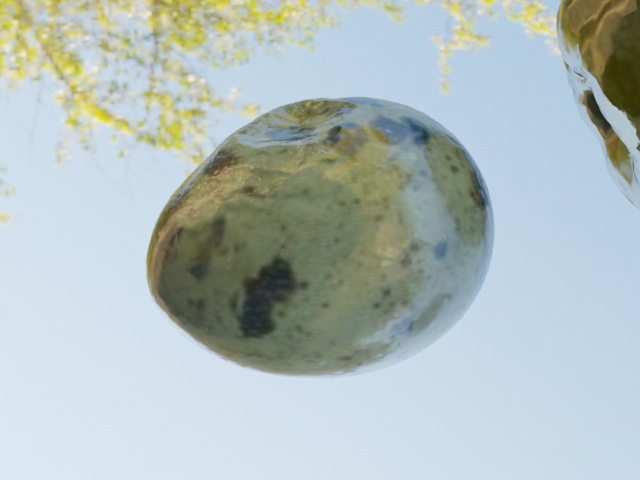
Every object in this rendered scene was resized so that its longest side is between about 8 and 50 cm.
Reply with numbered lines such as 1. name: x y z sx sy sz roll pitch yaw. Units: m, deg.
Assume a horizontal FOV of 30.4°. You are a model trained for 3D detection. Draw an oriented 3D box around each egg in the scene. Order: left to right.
1. egg: 0.000 0.000 0.595 0.141 0.181 0.141 165 -90 -72

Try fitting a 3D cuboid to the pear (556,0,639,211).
1. pear: 0.331 -0.129 0.650 0.352 0.413 0.352 162 -90 -87
